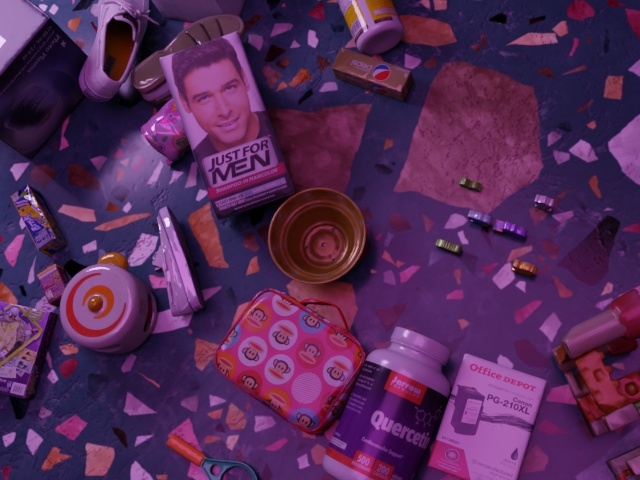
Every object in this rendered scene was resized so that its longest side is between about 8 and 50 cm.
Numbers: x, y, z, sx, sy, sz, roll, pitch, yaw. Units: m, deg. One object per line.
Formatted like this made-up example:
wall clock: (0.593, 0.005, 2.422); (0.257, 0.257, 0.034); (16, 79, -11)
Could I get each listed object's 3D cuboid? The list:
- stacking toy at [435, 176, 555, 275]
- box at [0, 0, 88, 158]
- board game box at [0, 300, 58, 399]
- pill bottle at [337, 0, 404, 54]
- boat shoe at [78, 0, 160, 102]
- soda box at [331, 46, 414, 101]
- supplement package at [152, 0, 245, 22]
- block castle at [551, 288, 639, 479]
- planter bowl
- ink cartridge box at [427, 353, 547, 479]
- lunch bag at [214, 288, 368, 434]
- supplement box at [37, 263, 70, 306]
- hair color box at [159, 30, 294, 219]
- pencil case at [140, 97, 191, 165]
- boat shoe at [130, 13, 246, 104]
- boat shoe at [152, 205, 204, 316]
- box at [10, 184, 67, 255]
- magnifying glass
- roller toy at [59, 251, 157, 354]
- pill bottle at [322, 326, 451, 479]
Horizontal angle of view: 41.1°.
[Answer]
stacking toy: (0.375, -0.034, 1.822); (0.221, 0.052, 0.167); (18, 79, 17)
box: (-0.723, -0.396, 2.041); (0.182, 0.294, 0.296); (38, 86, 17)
board game box: (-0.807, 0.239, 2.016); (0.346, 0.056, 0.208); (10, 81, 15)
pill bottle: (0.106, -0.549, 1.991); (0.117, 0.117, 0.215); (-22, 71, 6)
boat shoe: (-0.472, -0.516, 2.053); (0.156, 0.135, 0.367); (-20, 49, 48)
soda box: (0.120, -0.383, 1.971); (0.181, 0.061, 0.058); (22, 81, 18)
supplement package: (-0.303, -0.634, 2.065); (0.203, 0.194, 0.149); (14, 78, 16)
block castle: (0.616, 0.330, 1.535); (0.212, 0.303, 0.453); (-26, 72, 4)
planter bowl: (0.000, 0.000, 1.876); (0.217, 0.090, 0.217); (-3, 74, 11)
ink cartridge box: (0.332, 0.363, 1.694); (0.171, 0.100, 0.237); (17, 79, 16)
lunch bag: (-0.050, 0.237, 1.805); (0.293, 0.120, 0.258); (33, 83, 19)
supplement box: (-0.622, 0.106, 2.011); (0.055, 0.043, 0.083); (-30, 70, 3)
hair color box: (-0.204, -0.251, 1.905); (0.185, 0.113, 0.375); (-20, 93, 0)
pencil case: (-0.290, -0.307, 2.017); (0.284, 0.124, 0.124); (-41, 70, 0)
boat shoe: (-0.307, -0.436, 2.060); (0.302, 0.103, 0.113); (-29, 61, 5)
boat shoe: (-0.340, 0.047, 1.937); (0.084, 0.095, 0.258); (-20, 70, 2)
box: (-0.680, -0.049, 2.058); (0.054, 0.059, 0.169); (-33, 70, 1)
magnifying glass: (-0.231, 0.486, 1.828); (0.231, 0.026, 0.092); (28, 83, 19)
roller toy: (-0.474, 0.152, 1.910); (0.209, 0.146, 0.191); (-44, 71, -2)
pill bottle: (0.142, 0.344, 1.700); (0.181, 0.181, 0.323); (21, 81, 17)
